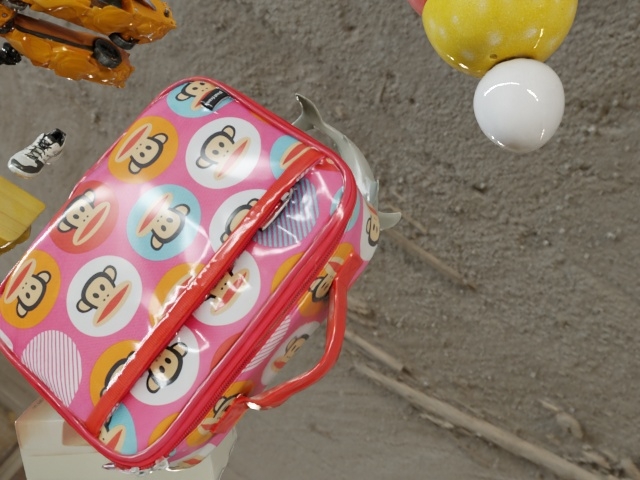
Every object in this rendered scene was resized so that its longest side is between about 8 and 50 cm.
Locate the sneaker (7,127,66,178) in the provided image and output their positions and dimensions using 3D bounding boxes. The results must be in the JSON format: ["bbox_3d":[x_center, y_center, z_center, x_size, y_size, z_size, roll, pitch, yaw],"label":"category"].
[{"bbox_3d":[-0.288,-0.092,0.714,0.032,0.083,0.037,34,116,-11],"label":"sneaker"}]

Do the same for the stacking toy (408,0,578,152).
[{"bbox_3d":[0.236,-0.350,0.967,0.351,0.479,0.350,-5,164,-1],"label":"stacking toy"}]

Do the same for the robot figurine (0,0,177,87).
[{"bbox_3d":[-0.345,-0.292,0.902,0.211,0.291,0.085,-37,64,29],"label":"robot figurine"}]

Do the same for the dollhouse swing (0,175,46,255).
[{"bbox_3d":[-0.652,0.063,1.041,0.347,0.305,0.315,-28,138,21],"label":"dollhouse swing"}]

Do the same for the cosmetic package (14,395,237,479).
[{"bbox_3d":[-0.297,0.298,1.099,0.296,0.153,0.129,-4,104,7],"label":"cosmetic package"}]

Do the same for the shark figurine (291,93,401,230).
[{"bbox_3d":[0.052,-0.101,1.103,0.116,0.166,0.278,154,102,-73],"label":"shark figurine"}]

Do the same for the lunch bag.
[{"bbox_3d":[-0.097,0.034,0.572,0.258,0.293,0.120,35,174,26],"label":"lunch bag"}]
